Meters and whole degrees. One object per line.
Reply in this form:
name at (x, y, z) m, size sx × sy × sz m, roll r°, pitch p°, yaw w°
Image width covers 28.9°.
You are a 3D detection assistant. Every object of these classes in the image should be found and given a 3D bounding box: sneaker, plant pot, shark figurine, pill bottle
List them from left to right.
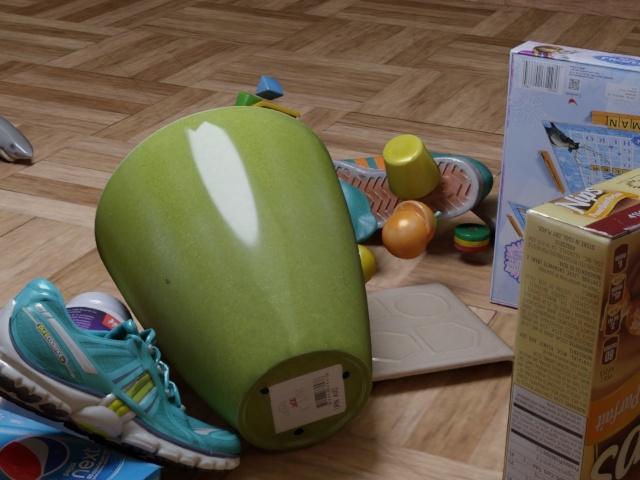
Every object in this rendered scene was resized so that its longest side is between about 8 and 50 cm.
shark figurine at (-0.579, -0.215, 1.931) m, size 0.278 × 0.116 × 0.166 m, roll 18°, pitch 10°, yaw -22°
pill bottle at (-0.240, 0.127, 1.231) m, size 0.108 × 0.108 × 0.193 m, roll 2°, pitch 23°, yaw 1°
sneaker at (-0.167, 0.129, 1.093) m, size 0.275 × 0.110 × 0.107 m, roll 36°, pitch -22°, yaw -35°
plant pot at (-0.062, 0.057, 1.258) m, size 0.275 × 0.274 × 0.293 m, roll -7°, pitch 41°, yaw -20°
sneaker at (0.090, -0.065, 1.702) m, size 0.302 × 0.108 × 0.121 m, roll -1°, pitch 5°, yaw 25°

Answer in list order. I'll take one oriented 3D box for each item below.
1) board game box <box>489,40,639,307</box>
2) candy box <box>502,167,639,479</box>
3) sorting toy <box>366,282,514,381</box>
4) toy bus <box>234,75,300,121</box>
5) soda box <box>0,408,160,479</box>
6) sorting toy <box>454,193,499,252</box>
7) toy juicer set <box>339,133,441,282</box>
board game box at (0.361, -0.046, 1.411) m, size 0.319 × 0.317 × 0.066 m, roll 14°, pitch 26°, yaw 26°
candy box at (0.245, 0.109, 1.037) m, size 0.183 × 0.316 × 0.088 m, roll -19°, pitch 29°, yaw -39°
sorting toy at (0.093, 0.106, 1.403) m, size 0.208 × 0.038 × 0.193 m, roll -2°, pitch 23°, yaw -20°
toy bus at (-0.118, -0.123, 1.717) m, size 0.104 × 0.202 × 0.191 m, roll 15°, pitch 22°, yaw -39°
soda box at (-0.242, 0.210, 1.083) m, size 0.210 × 0.071 × 0.067 m, roll 14°, pitch 26°, yaw 26°
sorting toy at (0.291, -0.024, 1.696) m, size 0.275 × 0.046 × 0.132 m, roll -7°, pitch 25°, yaw -18°
toy juicer set at (0.000, 0.000, 1.558) m, size 0.329 × 0.089 × 0.209 m, roll -16°, pitch 47°, yaw 10°
